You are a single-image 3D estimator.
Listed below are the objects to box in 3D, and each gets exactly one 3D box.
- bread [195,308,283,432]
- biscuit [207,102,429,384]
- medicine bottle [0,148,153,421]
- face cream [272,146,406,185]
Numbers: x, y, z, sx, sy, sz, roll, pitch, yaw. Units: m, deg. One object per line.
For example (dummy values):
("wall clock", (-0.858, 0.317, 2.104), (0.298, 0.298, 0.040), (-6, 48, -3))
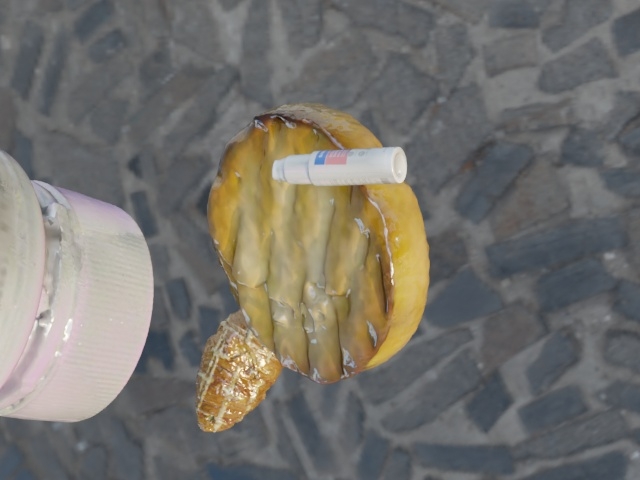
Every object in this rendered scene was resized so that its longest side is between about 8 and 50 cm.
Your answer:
("bread", (-0.095, 0.145, 1.753), (0.105, 0.076, 0.233), (33, 81, 2))
("biscuit", (0.000, 0.000, 1.418), (0.296, 0.102, 0.296), (20, 118, 44))
("medicine bottle", (-0.310, 0.033, 1.084), (0.241, 0.302, 0.241), (-15, 67, 41))
("face cream", (0.014, -0.066, 1.237), (0.130, 0.034, 0.034), (-2, 99, 28))
